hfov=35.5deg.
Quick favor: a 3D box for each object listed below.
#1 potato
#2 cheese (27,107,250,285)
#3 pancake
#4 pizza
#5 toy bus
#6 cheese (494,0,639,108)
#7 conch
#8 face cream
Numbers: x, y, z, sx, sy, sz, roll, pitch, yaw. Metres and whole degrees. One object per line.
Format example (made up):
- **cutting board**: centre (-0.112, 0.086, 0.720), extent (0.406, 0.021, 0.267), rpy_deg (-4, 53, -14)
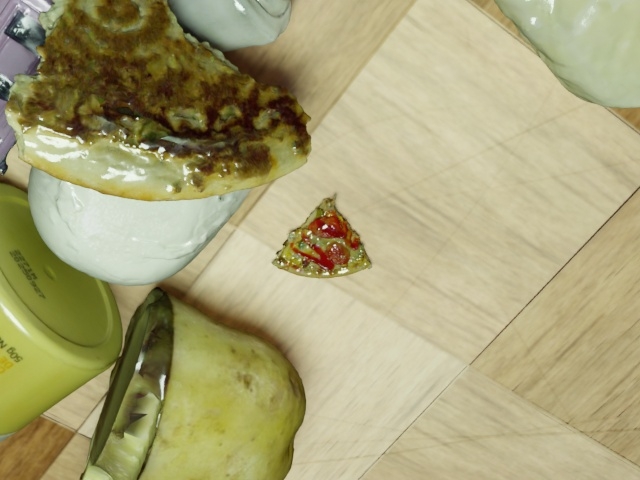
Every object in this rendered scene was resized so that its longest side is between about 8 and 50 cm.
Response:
- **potato**: centre (-0.124, 0.194, 1.069), extent (0.243, 0.242, 0.285), rpy_deg (15, 113, -14)
- **cheese**: centre (-0.183, -0.051, 0.949), extent (0.198, 0.154, 0.189), rpy_deg (26, 111, -25)
- **pancake**: centre (-0.148, -0.146, 0.852), extent (0.266, 0.244, 0.057), rpy_deg (-13, 169, -34)
- **pizza**: centre (-0.005, 0.013, 1.076), extent (0.099, 0.029, 0.100), rpy_deg (-25, 118, 9)
- **toy bus**: centre (-0.283, -0.154, 0.907), extent (0.096, 0.108, 0.199), rpy_deg (33, 111, -21)
- **cheese**: centre (0.310, -0.275, 0.902), extent (0.326, 0.115, 0.318), rpy_deg (-2, 119, -7)
- **conch**: centre (-0.097, -0.221, 0.921), extent (0.176, 0.094, 0.104), rpy_deg (-9, 138, 30)
- **face cream**: centre (-0.328, 0.078, 0.970), extent (0.179, 0.218, 0.218), rpy_deg (-34, 117, 12)
